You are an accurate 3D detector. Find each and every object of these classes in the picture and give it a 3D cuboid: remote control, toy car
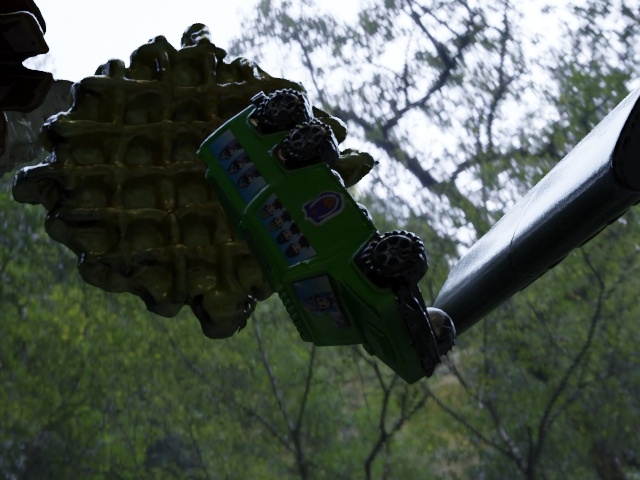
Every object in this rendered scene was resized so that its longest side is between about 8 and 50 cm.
[{"bbox_3d":[0.164,-0.011,0.824,0.044,0.107,0.377,29,-22,-2],"label":"remote control"},{"bbox_3d":[0.000,0.000,0.518,0.062,0.165,0.071,-31,-43,-5],"label":"toy car"}]

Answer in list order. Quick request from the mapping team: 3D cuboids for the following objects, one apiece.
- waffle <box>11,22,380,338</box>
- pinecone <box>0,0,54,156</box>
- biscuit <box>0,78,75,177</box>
[{"bbox_3d":[-0.092,-0.048,0.784,0.204,0.223,0.054,37,-29,4],"label":"waffle"},{"bbox_3d":[-0.231,-0.078,0.500,0.229,0.201,0.202,8,-85,-54],"label":"pinecone"},{"bbox_3d":[-0.363,-0.071,1.018,0.179,0.281,0.084,-18,-79,47],"label":"biscuit"}]
